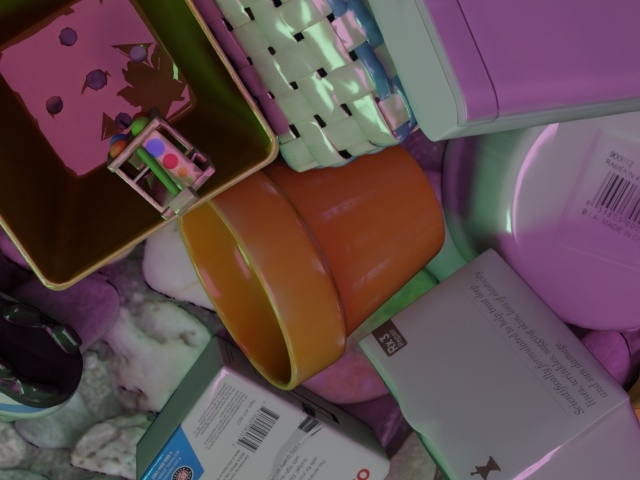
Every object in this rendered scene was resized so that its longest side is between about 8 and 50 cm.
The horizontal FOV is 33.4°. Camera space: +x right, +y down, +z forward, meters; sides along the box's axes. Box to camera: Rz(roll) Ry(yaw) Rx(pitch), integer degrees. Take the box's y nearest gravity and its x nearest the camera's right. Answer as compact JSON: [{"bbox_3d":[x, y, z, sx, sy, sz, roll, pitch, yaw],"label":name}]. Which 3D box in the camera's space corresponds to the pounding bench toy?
[{"bbox_3d":[-0.117,-0.056,0.765,0.052,0.083,0.065,-45,109,4],"label":"pounding bench toy"}]

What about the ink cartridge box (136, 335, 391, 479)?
[{"bbox_3d":[-0.057,0.213,1.048,0.203,0.086,0.148,34,97,-18],"label":"ink cartridge box"}]

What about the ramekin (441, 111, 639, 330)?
[{"bbox_3d":[0.266,-0.049,1.012,0.277,0.135,0.277,-3,106,-10],"label":"ramekin"}]

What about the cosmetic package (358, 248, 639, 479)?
[{"bbox_3d":[0.206,0.216,0.971,0.156,0.217,0.385,-34,133,-1],"label":"cosmetic package"}]

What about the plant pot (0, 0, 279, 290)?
[{"bbox_3d":[-0.185,-0.122,0.877,0.212,0.187,0.212,-32,109,0],"label":"plant pot"}]

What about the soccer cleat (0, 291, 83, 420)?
[{"bbox_3d":[-0.363,0.057,0.921,0.331,0.116,0.143,41,138,-20],"label":"soccer cleat"}]

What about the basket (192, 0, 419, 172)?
[{"bbox_3d":[0.043,-0.214,0.889,0.289,0.201,0.254,-44,110,-35],"label":"basket"}]

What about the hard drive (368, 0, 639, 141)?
[{"bbox_3d":[0.168,-0.203,0.808,0.353,0.047,0.233,-12,77,-43],"label":"hard drive"}]

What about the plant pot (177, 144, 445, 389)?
[{"bbox_3d":[0.000,0.000,0.955,0.188,0.205,0.205,-28,109,-19],"label":"plant pot"}]

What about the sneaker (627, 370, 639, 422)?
[{"bbox_3d":[0.380,0.120,1.118,0.208,0.081,0.094,-36,102,-6],"label":"sneaker"}]
